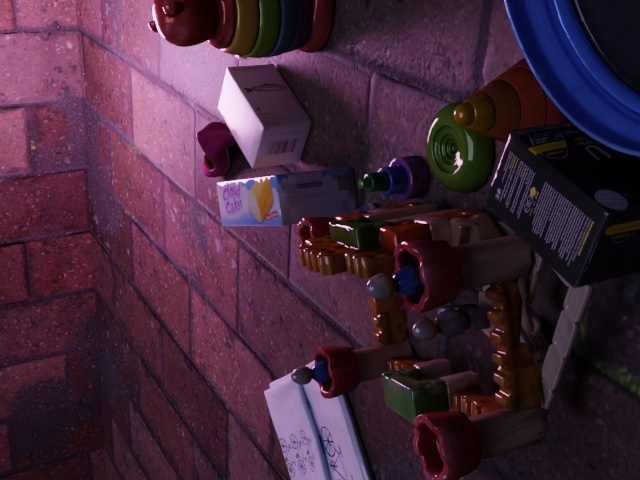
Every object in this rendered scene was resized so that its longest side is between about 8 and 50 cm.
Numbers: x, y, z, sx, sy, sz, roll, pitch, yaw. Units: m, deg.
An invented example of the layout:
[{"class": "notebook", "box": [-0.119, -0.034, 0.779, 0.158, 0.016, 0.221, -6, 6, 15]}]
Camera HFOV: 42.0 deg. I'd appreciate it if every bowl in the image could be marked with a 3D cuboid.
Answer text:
[{"class": "bowl", "box": [0.307, -0.272, 0.772, 0.391, 0.077, 0.391, 54, 155, 40]}]

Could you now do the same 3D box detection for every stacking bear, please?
[{"class": "stacking bear", "box": [-0.139, -0.386, 1.393, 0.175, 0.289, 0.164, -1, 99, 61]}]

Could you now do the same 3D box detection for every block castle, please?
[{"class": "block castle", "box": [0.096, 0.115, 1.153, 0.453, 0.213, 0.302, -163, 65, -70]}]

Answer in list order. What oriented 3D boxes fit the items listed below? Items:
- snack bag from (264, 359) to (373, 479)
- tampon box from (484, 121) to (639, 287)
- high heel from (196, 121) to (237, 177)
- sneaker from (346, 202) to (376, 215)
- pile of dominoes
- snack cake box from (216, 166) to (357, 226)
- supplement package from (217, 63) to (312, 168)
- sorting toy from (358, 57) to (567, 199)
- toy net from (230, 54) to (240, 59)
[{"class": "snack bag", "box": [-0.004, 0.414, 1.689, 0.342, 0.037, 0.322, -39, 64, 58]}, {"class": "tampon box", "box": [0.286, -0.044, 0.914, 0.161, 0.121, 0.101, 51, 142, 41]}, {"class": "high heel", "box": [-0.251, -0.193, 1.844, 0.244, 0.117, 0.082, -26, 76, 61]}, {"class": "sneaker", "box": [0.041, -0.006, 1.423, 0.063, 0.073, 0.162, 63, 148, 27]}, {"class": "pile of dominoes", "box": [0.267, 0.080, 1.035, 0.196, 0.040, 0.251, -115, 21, -45]}, {"class": "snack cake box", "box": [-0.066, -0.077, 1.513, 0.264, 0.152, 0.089, 1, 99, 61]}, {"class": "supplement package", "box": [-0.109, -0.238, 1.584, 0.179, 0.105, 0.105, 58, 146, 32]}, {"class": "sorting toy", "box": [0.160, -0.126, 1.113, 0.365, 0.126, 0.127, -29, 74, 60]}, {"class": "toy net", "box": [-0.163, -0.440, 1.677, 0.232, 0.045, 0.122, -17, 84, 62]}]
